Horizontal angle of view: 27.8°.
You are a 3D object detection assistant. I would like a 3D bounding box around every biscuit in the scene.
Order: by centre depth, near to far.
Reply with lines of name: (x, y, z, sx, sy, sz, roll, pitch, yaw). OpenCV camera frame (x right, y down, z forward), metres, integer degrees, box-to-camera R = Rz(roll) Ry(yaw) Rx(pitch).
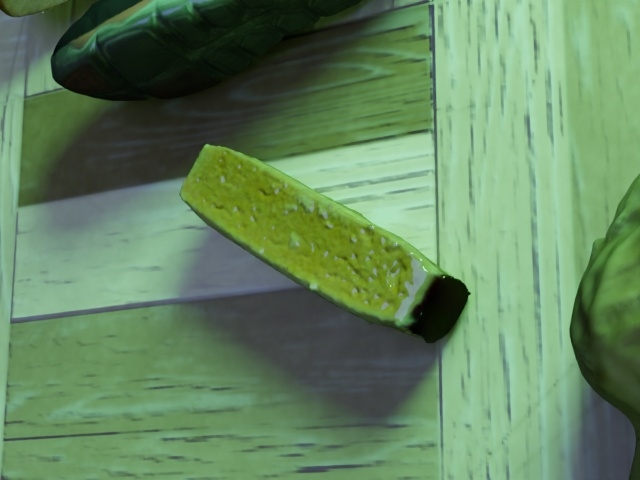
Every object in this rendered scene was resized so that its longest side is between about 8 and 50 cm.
biscuit: (0.000, 0.000, 0.758, 0.188, 0.056, 0.052, 31, 97, 32)

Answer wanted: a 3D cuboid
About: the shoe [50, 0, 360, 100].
shoe: (-0.063, -0.188, 0.807, 0.291, 0.114, 0.137, -28, 70, 20)

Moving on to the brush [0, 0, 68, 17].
brush: (-0.170, -0.292, 0.883, 0.267, 0.174, 0.166, -49, 44, 31)

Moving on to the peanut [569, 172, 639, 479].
peanut: (0.190, 0.060, 0.569, 0.196, 0.110, 0.233, -40, 57, 59)
